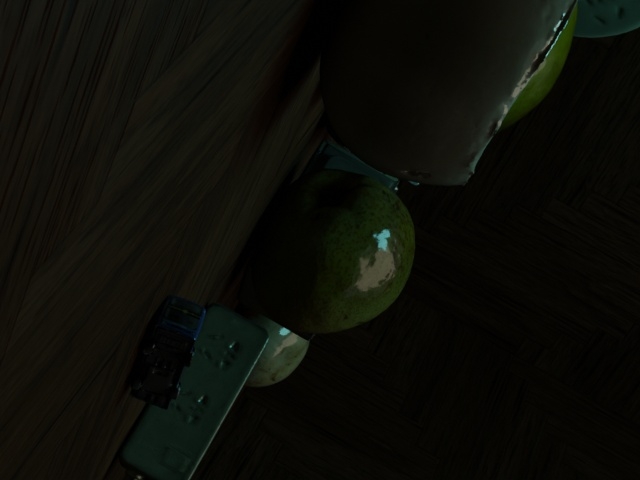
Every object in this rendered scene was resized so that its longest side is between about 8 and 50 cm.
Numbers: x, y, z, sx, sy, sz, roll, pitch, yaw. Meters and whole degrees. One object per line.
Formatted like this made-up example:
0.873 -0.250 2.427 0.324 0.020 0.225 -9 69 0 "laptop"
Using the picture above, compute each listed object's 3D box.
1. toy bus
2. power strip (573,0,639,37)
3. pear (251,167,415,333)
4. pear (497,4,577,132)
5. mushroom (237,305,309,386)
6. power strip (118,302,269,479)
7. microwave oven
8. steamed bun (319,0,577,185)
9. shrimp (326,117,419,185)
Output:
-0.156 0.115 1.488 0.153 0.051 0.061 116 -8 -50 "toy bus"
0.365 -0.446 2.044 0.161 0.357 0.357 -61 178 -34 "power strip"
0.015 0.011 1.988 0.228 0.188 0.211 -20 122 -23 "pear"
0.207 -0.283 1.917 0.321 0.269 0.269 -66 175 26 "pear"
-0.093 0.159 2.374 0.166 0.127 0.166 -40 152 -26 "mushroom"
-0.169 0.218 1.825 0.288 0.093 0.053 -61 -179 -20 "power strip"
0.000 0.000 2.204 0.241 0.145 0.194 -59 180 -23 "microwave oven"
0.122 -0.219 1.457 0.324 0.206 0.324 -59 180 -1 "steamed bun"
0.106 -0.184 2.156 0.410 0.166 0.222 -17 104 -59 "shrimp"
